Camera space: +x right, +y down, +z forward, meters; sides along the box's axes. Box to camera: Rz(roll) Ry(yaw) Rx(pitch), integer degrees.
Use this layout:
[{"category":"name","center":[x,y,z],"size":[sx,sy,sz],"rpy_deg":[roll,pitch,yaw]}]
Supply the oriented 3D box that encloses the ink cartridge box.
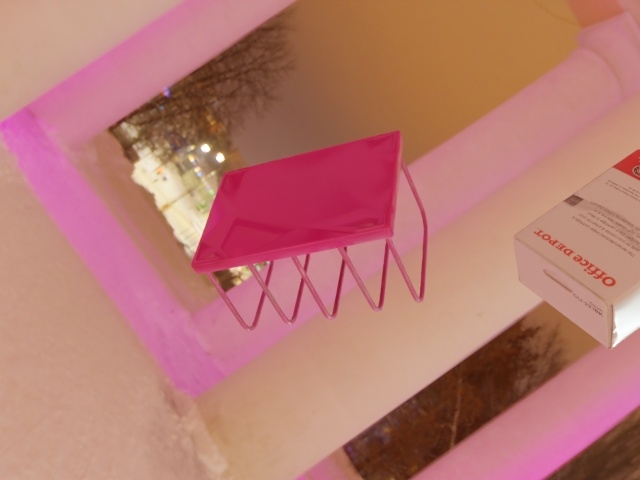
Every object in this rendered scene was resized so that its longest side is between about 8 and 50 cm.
[{"category":"ink cartridge box","center":[0.461,0.007,1.115],"size":[0.197,0.272,0.114],"rpy_deg":[44,-19,45]}]

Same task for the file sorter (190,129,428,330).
[{"category":"file sorter","center":[0.000,0.000,1.080],"size":[0.202,0.290,0.182],"rpy_deg":[-79,149,-44]}]
